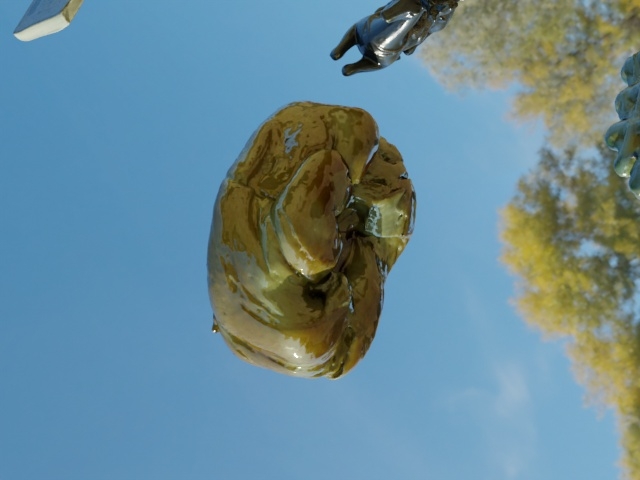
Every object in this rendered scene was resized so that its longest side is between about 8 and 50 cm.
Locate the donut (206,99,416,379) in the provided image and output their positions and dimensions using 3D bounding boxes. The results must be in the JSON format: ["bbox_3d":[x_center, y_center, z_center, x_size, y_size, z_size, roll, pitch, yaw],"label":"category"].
[{"bbox_3d":[0.000,0.000,1.080,0.360,0.170,0.360,10,-90,-67],"label":"donut"}]

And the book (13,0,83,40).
[{"bbox_3d":[-0.216,-0.278,0.806,0.016,0.138,0.198,34,-105,-33],"label":"book"}]

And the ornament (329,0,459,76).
[{"bbox_3d":[0.136,-0.282,0.975,0.202,0.236,0.080,-37,-87,-28],"label":"ornament"}]

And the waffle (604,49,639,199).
[{"bbox_3d":[0.383,-0.188,0.833,0.056,0.309,0.291,22,-145,-7],"label":"waffle"}]
